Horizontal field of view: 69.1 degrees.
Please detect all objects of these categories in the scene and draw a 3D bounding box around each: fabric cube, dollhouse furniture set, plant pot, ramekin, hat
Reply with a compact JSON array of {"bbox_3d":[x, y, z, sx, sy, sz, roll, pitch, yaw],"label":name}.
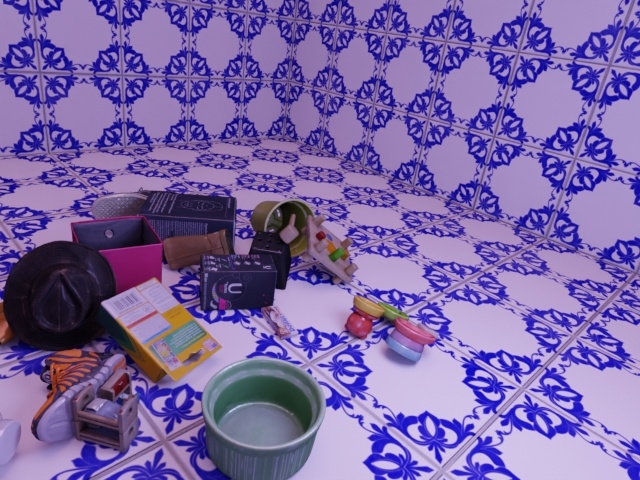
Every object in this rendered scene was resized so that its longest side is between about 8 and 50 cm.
[{"bbox_3d":[-0.713,0.087,1.636,0.254,0.258,0.259,-9,30,-32],"label":"fabric cube"},{"bbox_3d":[-0.503,0.402,1.172,0.129,0.129,0.184,12,25,7],"label":"dollhouse furniture set"},{"bbox_3d":[-0.200,-0.081,2.208,0.275,0.276,0.253,-9,18,-33],"label":"plant pot"},{"bbox_3d":[-0.145,0.449,1.164,0.303,0.148,0.303,7,25,-3],"label":"ramekin"},{"bbox_3d":[-0.756,0.165,1.346,0.331,0.332,0.134,-2,-1,-21],"label":"hat"},{"bbox_3d":[-0.217,0.068,1.908,0.187,0.167,0.188,8,35,0],"label":"plant pot"}]

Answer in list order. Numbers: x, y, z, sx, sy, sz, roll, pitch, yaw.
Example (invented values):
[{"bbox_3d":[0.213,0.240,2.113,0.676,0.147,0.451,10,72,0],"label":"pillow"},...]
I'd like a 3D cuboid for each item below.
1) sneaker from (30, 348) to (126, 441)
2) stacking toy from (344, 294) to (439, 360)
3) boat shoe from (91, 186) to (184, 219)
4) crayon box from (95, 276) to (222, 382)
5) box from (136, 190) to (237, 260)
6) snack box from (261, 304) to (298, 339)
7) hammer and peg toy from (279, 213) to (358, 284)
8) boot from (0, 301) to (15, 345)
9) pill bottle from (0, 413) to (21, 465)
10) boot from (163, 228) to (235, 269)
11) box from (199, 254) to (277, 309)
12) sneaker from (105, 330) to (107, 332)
[{"bbox_3d":[-0.661,0.387,1.193,0.179,0.125,0.321,7,13,7],"label":"sneaker"},{"bbox_3d":[0.258,0.330,1.670,0.308,0.131,0.279,29,5,32],"label":"stacking toy"},{"bbox_3d":[-0.835,-0.154,2.223,0.499,0.187,0.156,-8,24,-42],"label":"boat shoe"},{"bbox_3d":[-0.484,0.280,1.404,0.323,0.083,0.203,42,33,12],"label":"crayon box"},{"bbox_3d":[-0.575,-0.061,2.057,0.394,0.212,0.294,3,24,-9],"label":"box"},{"bbox_3d":[-0.148,0.290,1.660,0.064,0.022,0.178,-5,28,-31],"label":"snack box"},{"bbox_3d":[0.000,0.000,1.967,0.361,0.127,0.266,39,26,-27],"label":"hammer and peg toy"},{"bbox_3d":[-0.890,0.247,1.426,0.294,0.104,0.211,3,29,9],"label":"boot"},{"bbox_3d":[-0.807,0.425,1.003,0.263,0.146,0.146,6,24,-5],"label":"pill bottle"},{"bbox_3d":[-0.479,0.082,1.883,0.269,0.236,0.089,-12,1,10],"label":"boot"},{"bbox_3d":[-0.310,0.153,1.732,0.270,0.166,0.143,0,25,-17],"label":"box"},{"bbox_3d":[-0.596,0.245,1.494,0.289,0.123,0.106,8,22,-3],"label":"sneaker"}]
